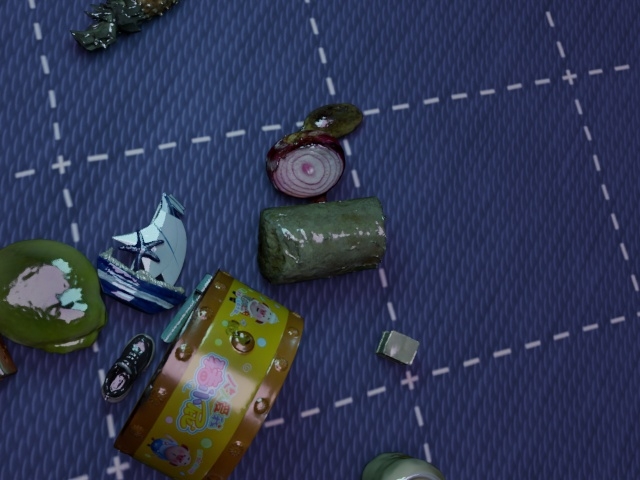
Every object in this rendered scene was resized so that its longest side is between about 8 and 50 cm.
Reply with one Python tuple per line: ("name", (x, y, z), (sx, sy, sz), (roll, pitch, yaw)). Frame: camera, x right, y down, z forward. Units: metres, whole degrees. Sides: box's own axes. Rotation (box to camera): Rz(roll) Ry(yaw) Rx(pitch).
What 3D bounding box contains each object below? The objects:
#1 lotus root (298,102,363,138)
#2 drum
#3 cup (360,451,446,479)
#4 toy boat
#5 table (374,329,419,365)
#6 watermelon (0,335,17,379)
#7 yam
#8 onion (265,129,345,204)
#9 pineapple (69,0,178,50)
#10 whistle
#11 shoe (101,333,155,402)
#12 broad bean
("lotus root", (0.028, -0.303, 1.678), (0.179, 0.080, 0.089), (-23, 87, -14))
("drum", (-0.223, 0.285, 1.351), (0.214, 0.431, 0.431), (30, 75, -5))
("cup", (0.216, 0.610, 1.487), (0.173, 0.202, 0.255), (-35, 89, -16))
("toy boat", (-0.409, 0.026, 1.520), (0.210, 0.070, 0.291), (4, 79, -32))
("table", (0.185, 0.262, 1.606), (0.079, 0.083, 0.062), (26, 77, -7))
("watermelon", (-0.740, 0.273, 1.402), (0.145, 0.193, 0.137), (-28, 131, -13))
("yam", (0.000, 0.000, 1.559), (0.300, 0.195, 0.195), (-8, 82, -13))
("onion", (-0.027, -0.169, 1.624), (0.195, 0.140, 0.218), (-23, 126, 3))
("pineapple", (-0.466, -0.568, 1.591), (0.310, 0.141, 0.170), (-46, 54, -12))
("whistle", (-0.310, 0.161, 1.546), (0.039, 0.039, 0.186), (36, 75, -3))
("shoe", (-0.432, 0.284, 1.466), (0.071, 0.099, 0.169), (32, 75, -2))
("broad bean", (-0.604, 0.121, 1.449), (0.291, 0.119, 0.238), (34, 73, -5))
